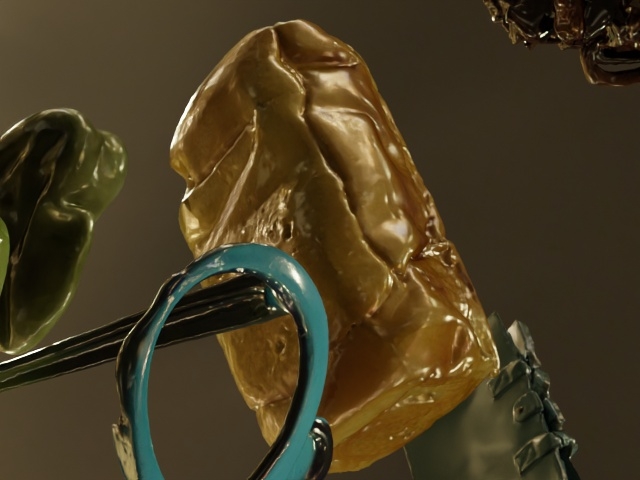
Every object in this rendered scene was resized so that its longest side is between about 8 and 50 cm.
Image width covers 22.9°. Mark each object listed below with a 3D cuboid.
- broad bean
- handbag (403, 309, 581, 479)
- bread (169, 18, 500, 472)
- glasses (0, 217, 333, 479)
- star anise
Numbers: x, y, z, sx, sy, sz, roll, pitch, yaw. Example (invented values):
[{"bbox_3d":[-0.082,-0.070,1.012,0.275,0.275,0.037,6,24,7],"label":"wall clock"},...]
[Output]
[{"bbox_3d":[-0.243,-0.013,1.315,0.153,0.072,0.207,20,-102,36],"label":"broad bean"},{"bbox_3d":[0.142,0.176,1.279,0.144,0.057,0.221,-50,-150,26],"label":"handbag"},{"bbox_3d":[0.000,0.000,1.067,0.167,0.132,0.294,-50,-128,40],"label":"bread"},{"bbox_3d":[-0.128,0.068,0.589,0.207,0.102,0.239,31,-118,21],"label":"glasses"},{"bbox_3d":[0.238,-0.195,1.336,0.220,0.190,0.126,22,-79,65],"label":"star anise"}]
